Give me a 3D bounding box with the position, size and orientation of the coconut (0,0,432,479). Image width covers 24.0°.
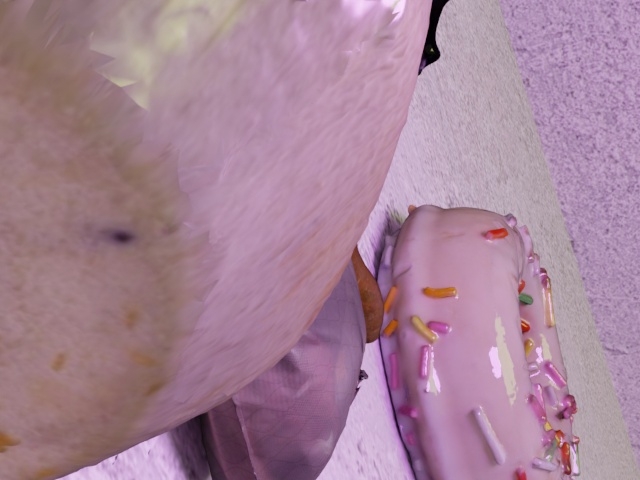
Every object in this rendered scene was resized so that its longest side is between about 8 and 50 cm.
[{"bbox_3d":[-0.131,-0.109,0.498,0.360,0.346,0.346,-83,154,-45],"label":"coconut"}]

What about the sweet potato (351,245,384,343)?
[{"bbox_3d":[0.000,0.000,1.255,0.077,0.077,0.243,-75,147,-57],"label":"sweet potato"}]

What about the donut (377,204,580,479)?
[{"bbox_3d":[0.180,0.138,1.623,0.382,0.142,0.382,-13,90,-72],"label":"donut"}]

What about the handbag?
[{"bbox_3d":[-0.026,0.080,1.066,0.270,0.117,0.182,-64,145,-66],"label":"handbag"}]

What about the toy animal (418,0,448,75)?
[{"bbox_3d":[0.041,-0.309,1.420,0.212,0.213,0.266,59,29,-44],"label":"toy animal"}]
